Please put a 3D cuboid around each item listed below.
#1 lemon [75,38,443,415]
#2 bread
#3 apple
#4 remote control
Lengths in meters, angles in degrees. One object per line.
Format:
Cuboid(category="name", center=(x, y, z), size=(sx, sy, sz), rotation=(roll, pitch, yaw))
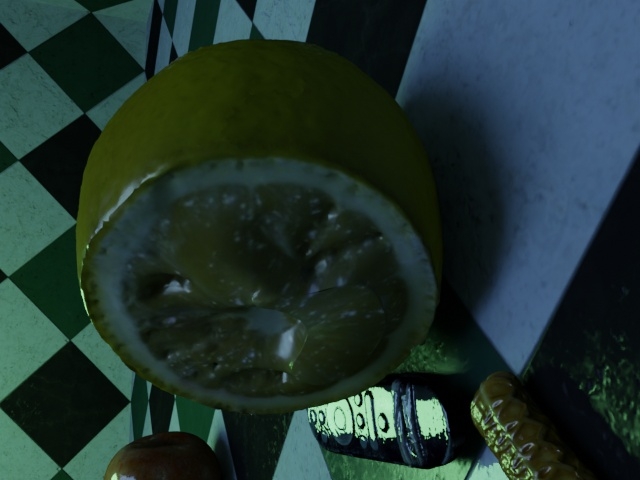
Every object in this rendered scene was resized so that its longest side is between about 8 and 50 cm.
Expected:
Cuboid(category="lemon", center=(-0.055, -0.037, 0.673), size=(0.364, 0.364, 0.364), rotation=(-176, 90, -68))
Cuboid(category="bread", center=(0.157, 0.159, 0.481), size=(0.052, 0.044, 0.157), rotation=(-67, 29, 26))
Cuboid(category="apple", center=(-0.303, 0.503, 1.329), size=(0.253, 0.254, 0.253), rotation=(-176, 90, -68))
Cuboid(category="remote control", center=(0.069, 0.179, 0.689), size=(0.266, 0.066, 0.090), rotation=(-22, 79, 61))
